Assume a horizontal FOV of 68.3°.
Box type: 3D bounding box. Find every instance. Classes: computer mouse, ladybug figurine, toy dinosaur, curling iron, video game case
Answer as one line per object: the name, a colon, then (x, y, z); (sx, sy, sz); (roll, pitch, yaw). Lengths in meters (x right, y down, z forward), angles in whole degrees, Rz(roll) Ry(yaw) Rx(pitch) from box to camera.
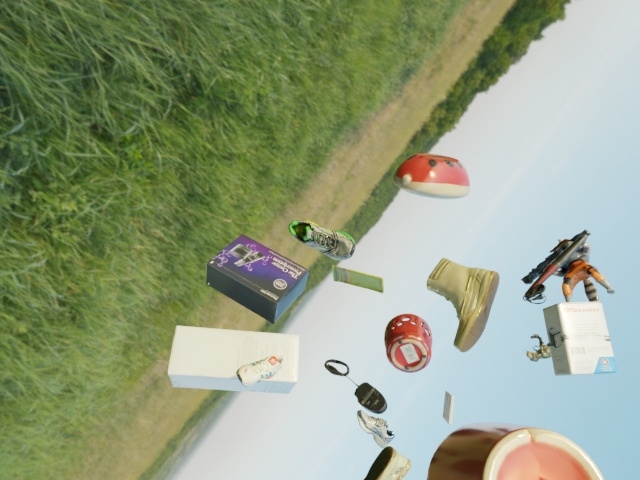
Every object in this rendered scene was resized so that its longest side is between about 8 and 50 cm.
computer mouse: (0.109, 0.457, 1.485); (0.071, 0.242, 0.041); (-42, 150, -21)
ladybug figurine: (0.495, -0.287, 2.062); (0.449, 0.304, 0.162); (-11, 119, -50)
toy dinosaur: (0.954, 0.432, 1.961); (0.267, 0.118, 0.064); (-10, 141, -9)
curling iron: (0.709, 0.087, 1.413); (0.274, 0.035, 0.068); (-47, -151, -6)
video game case: (0.416, 0.542, 1.534); (0.122, 0.011, 0.087); (63, 35, -78)

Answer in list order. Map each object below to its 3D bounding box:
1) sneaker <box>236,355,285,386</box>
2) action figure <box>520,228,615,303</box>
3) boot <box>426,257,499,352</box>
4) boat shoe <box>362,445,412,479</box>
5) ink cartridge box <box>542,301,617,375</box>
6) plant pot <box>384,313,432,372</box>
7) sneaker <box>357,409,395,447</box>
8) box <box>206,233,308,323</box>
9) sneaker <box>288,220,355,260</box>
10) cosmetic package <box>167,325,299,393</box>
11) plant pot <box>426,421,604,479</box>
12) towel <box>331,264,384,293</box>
sneaker: (-0.152, 0.330, 1.232); (0.075, 0.057, 0.161); (-45, 156, 16)
action figure: (1.005, 0.139, 1.914); (0.341, 0.178, 0.331); (-48, -156, 43)
boot: (0.417, 0.194, 1.467); (0.095, 0.203, 0.262); (23, 87, -47)
boat shoe: (0.163, 0.755, 1.401); (0.285, 0.089, 0.104); (-55, -170, 2)
ink cartridge box: (0.715, 0.273, 1.307); (0.082, 0.139, 0.191); (112, -23, -69)
plant pot: (0.336, 0.402, 1.819); (0.191, 0.191, 0.174); (-54, 179, 20)
sneaker: (0.153, 0.505, 1.295); (0.058, 0.135, 0.052); (-39, -164, 14)
box: (-0.197, 0.113, 1.468); (0.184, 0.261, 0.103); (-47, 157, -43)
sneaker: (0.000, 0.000, 2.146); (0.146, 0.343, 0.134); (7, 100, -65)
cosmetic package: (-0.270, 0.382, 1.488); (0.217, 0.384, 0.156); (110, -18, -61)
plant pot: (0.337, 0.439, 0.804); (0.275, 0.274, 0.243); (-51, 163, -24)
towel: (0.161, 0.169, 2.050); (0.021, 0.237, 0.102); (-60, 151, -34)
